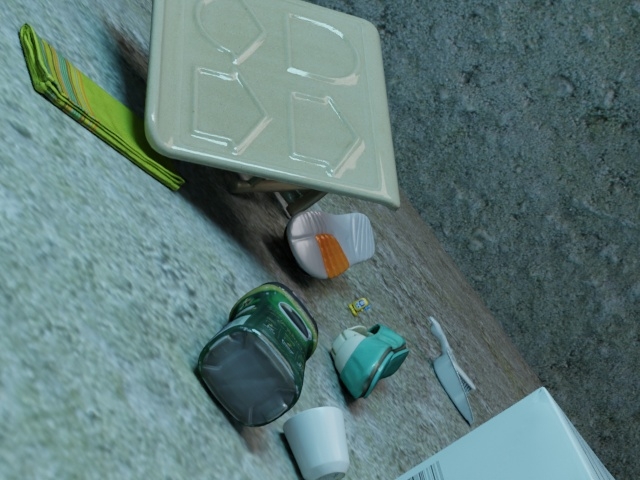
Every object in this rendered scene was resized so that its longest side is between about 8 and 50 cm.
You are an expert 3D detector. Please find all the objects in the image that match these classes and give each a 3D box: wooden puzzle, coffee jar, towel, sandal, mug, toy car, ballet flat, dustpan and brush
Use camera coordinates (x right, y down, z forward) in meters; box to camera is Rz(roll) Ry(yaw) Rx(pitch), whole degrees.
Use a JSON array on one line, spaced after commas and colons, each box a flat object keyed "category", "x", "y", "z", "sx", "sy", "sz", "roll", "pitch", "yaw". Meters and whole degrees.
[{"category": "wooden puzzle", "x": -0.065, "y": -0.194, "z": 1.236, "sx": 0.348, "sy": 0.080, "sz": 0.322, "roll": 14, "pitch": 52, "yaw": -25}, {"category": "coffee jar", "x": -0.056, "y": 0.105, "z": 0.941, "sx": 0.096, "sy": 0.079, "sz": 0.184, "roll": 52, "pitch": 13, "yaw": -5}, {"category": "towel", "x": -0.236, "y": -0.143, "z": 1.053, "sx": 0.237, "sy": 0.021, "sz": 0.102, "roll": 40, "pitch": 20, "yaw": -52}, {"category": "sandal", "x": 0.003, "y": 0.010, "z": 1.443, "sx": 0.265, "sy": 0.076, "sz": 0.102, "roll": -4, "pitch": 81, "yaw": -63}, {"category": "mug", "x": 0.004, "y": 0.209, "z": 0.950, "sx": 0.078, "sy": 0.062, "sz": 0.064, "roll": 30, "pitch": 35, "yaw": -50}, {"category": "toy car", "x": 0.076, "y": 0.131, "z": 1.493, "sx": 0.060, "sy": 0.040, "sz": 0.122, "roll": 38, "pitch": 21, "yaw": -55}, {"category": "ballet flat", "x": 0.058, "y": 0.158, "z": 1.299, "sx": 0.087, "sy": 0.083, "sz": 0.247, "roll": 33, "pitch": 7, "yaw": 11}, {"category": "dustpan and brush", "x": 0.250, "y": 0.239, "z": 1.846, "sx": 0.211, "sy": 0.060, "sz": 0.147, "roll": 52, "pitch": 12, "yaw": -16}]

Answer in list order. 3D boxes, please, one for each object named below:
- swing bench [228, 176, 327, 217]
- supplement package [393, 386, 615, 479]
[{"category": "swing bench", "x": -0.083, "y": -0.197, "z": 1.460, "sx": 0.253, "sy": 0.165, "sz": 0.255, "roll": 57, "pitch": 12, "yaw": 16}, {"category": "supplement package", "x": 0.121, "y": 0.278, "z": 0.715, "sx": 0.145, "sy": 0.262, "sz": 0.204, "roll": 50, "pitch": 12, "yaw": -23}]
